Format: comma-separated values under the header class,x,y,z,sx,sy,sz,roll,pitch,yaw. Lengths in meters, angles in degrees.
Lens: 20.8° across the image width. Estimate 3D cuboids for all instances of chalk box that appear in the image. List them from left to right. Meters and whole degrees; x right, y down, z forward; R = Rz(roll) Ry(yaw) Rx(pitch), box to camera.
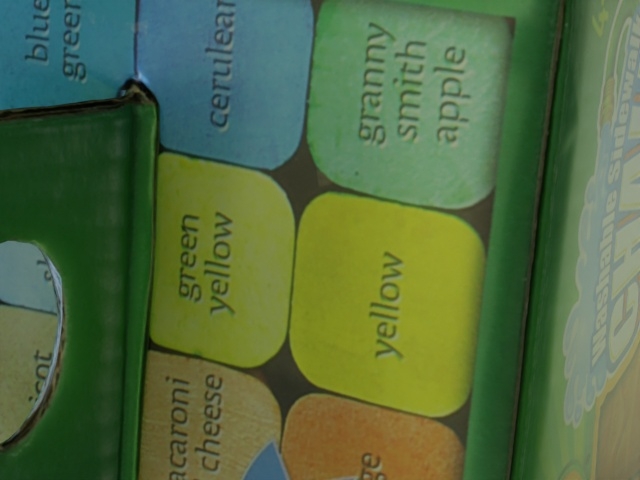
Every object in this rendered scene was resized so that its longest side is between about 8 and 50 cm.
class,x,y,z,sx,sy,sz,roll,pitch,yaw
chalk box,0.000,0.000,0.427,0.289,0.179,0.180,-24,-57,-59
